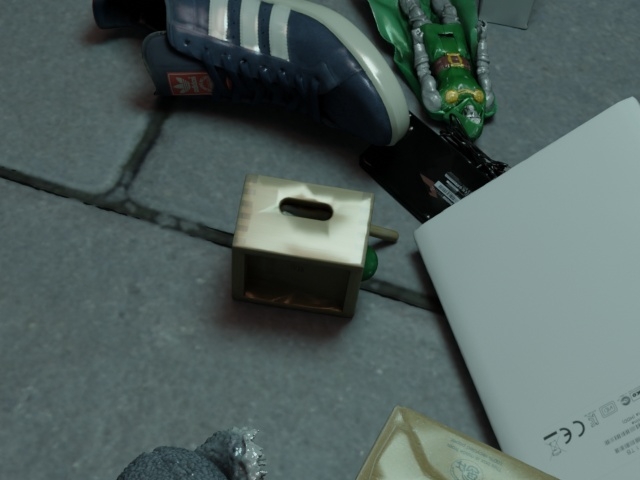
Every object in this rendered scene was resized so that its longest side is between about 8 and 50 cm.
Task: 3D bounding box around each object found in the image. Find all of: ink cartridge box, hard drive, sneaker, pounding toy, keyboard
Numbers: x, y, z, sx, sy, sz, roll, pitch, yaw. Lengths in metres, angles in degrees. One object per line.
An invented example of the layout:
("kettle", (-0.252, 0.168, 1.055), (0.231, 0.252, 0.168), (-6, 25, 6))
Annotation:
("ink cartridge box", (0.130, 0.239, 0.968), (0.234, 0.193, 0.088), (24, 55, 12))
("hard drive", (0.234, 0.078, 1.120), (0.233, 0.047, 0.353), (-32, 54, 17))
("sneaker", (-0.078, -0.170, 1.313), (0.350, 0.131, 0.148), (35, 64, 26))
("pounding toy", (0.000, 0.000, 1.190), (0.141, 0.130, 0.100), (9, 64, 0))
("keyboard", (0.133, -0.047, 1.299), (0.100, 0.038, 0.192), (-43, 67, -6))

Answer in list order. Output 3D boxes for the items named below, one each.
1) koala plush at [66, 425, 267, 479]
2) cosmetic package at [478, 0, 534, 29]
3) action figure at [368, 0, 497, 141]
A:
("koala plush", (-0.086, 0.230, 0.969), (0.196, 0.203, 0.221), (-16, 44, -19))
("cosmetic package", (0.218, -0.350, 1.493), (0.060, 0.099, 0.239), (10, 52, 4))
("action figure", (0.126, -0.193, 1.388), (0.137, 0.063, 0.232), (-6, 57, -15))
